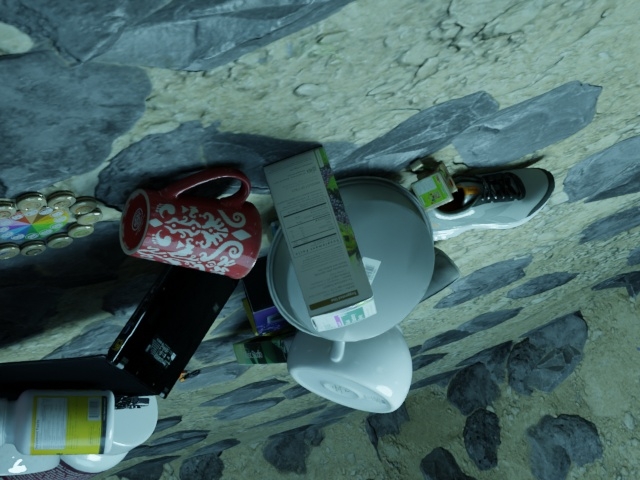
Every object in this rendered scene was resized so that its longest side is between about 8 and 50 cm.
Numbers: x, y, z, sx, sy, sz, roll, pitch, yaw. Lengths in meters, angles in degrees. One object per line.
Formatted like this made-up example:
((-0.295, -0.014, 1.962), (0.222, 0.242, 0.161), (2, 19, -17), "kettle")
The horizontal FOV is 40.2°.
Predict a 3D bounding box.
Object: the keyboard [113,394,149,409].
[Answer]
((-0.387, 0.284, 1.488), (0.192, 0.038, 0.100), (10, 157, -38), "keyboard")

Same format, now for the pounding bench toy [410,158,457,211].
((0.179, -0.101, 1.423), (0.052, 0.083, 0.065), (-25, -168, 23), "pounding bench toy")

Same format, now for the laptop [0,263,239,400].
((-0.355, 0.129, 1.432), (0.407, 0.236, 0.382), (-58, 170, -14), "laptop")

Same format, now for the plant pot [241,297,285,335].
((-0.095, 0.140, 1.789), (0.083, 0.081, 0.081), (-35, 157, 23), "plant pot")

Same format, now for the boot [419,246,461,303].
((0.157, 0.073, 1.809), (0.208, 0.190, 0.076), (-42, 162, -15), "boot")

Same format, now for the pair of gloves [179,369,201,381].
((-0.347, 0.346, 2.222), (0.074, 0.010, 0.083), (-32, 158, 32), "pair of gloves")

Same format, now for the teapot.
((0.067, 0.196, 1.641), (0.253, 0.187, 0.256), (31, 156, -24), "teapot")

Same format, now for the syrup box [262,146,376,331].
((0.000, 0.000, 1.236), (0.096, 0.236, 0.093), (-19, 160, 1), "syrup box")

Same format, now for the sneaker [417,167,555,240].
((0.290, -0.073, 1.535), (0.272, 0.100, 0.108), (-16, 156, -10), "sneaker")

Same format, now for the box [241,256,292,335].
((-0.013, 0.080, 1.666), (0.261, 0.103, 0.184), (-17, 164, -6), "box")

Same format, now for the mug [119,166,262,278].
((-0.179, -0.031, 1.208), (0.169, 0.150, 0.113), (10, 176, -35), "mug")

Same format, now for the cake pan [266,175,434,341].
((0.060, 0.041, 1.412), (0.293, 0.054, 0.293), (-8, 116, -17), "cake pan")

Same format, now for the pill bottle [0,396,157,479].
((-0.547, 0.416, 1.895), (0.392, 0.224, 0.224), (-31, 158, 32), "pill bottle")

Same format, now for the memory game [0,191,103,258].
((-0.383, -0.018, 1.166), (0.186, 0.012, 0.186), (-17, 161, -6), "memory game")

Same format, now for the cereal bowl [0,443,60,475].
((-0.654, 0.342, 1.631), (0.339, 0.141, 0.339), (5, 172, 1), "cereal bowl")

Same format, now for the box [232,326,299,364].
((-0.034, 0.213, 1.919), (0.232, 0.058, 0.322), (-16, 177, -26), "box")

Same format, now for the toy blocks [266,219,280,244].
((-0.026, -0.013, 1.461), (0.123, 0.054, 0.148), (-18, 161, -1), "toy blocks")

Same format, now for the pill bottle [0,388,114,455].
((-0.422, 0.286, 1.379), (0.184, 0.103, 0.103), (4, 155, -16), "pill bottle")
